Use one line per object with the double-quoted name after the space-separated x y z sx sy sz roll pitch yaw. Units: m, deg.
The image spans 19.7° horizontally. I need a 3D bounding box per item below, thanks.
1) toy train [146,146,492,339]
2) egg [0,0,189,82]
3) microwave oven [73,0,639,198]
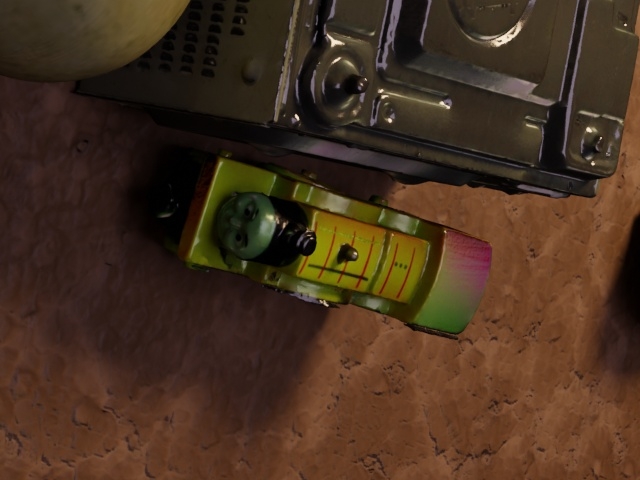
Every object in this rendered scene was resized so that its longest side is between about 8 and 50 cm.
0.000 0.000 1.471 0.296 0.160 0.101 15 94 -46 "toy train"
-0.196 -0.242 1.177 0.218 0.218 0.295 -42 114 -32 "egg"
0.057 -0.213 1.422 0.394 0.247 0.333 8 91 -46 "microwave oven"
